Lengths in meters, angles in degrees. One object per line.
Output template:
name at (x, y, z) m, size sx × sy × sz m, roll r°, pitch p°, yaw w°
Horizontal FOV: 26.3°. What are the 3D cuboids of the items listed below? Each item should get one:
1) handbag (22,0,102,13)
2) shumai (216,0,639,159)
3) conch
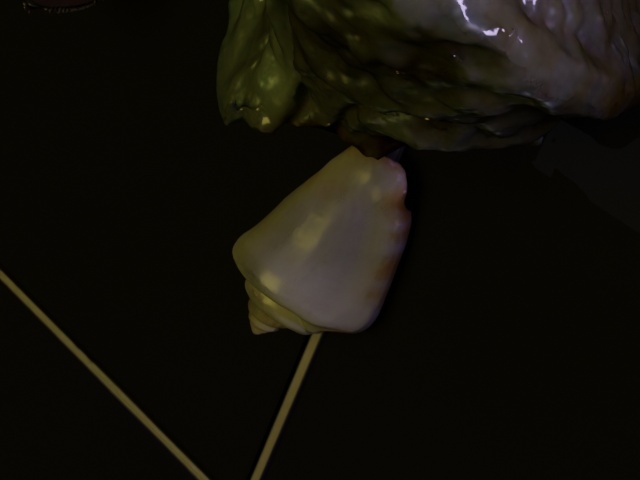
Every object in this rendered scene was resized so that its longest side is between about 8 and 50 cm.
handbag at (-0.191, -0.291, 1.065) m, size 0.116 × 0.179 × 0.205 m, roll 48°, pitch 124°, yaw 20°
shumai at (0.026, -0.159, 0.781) m, size 0.288 × 0.330 × 0.292 m, roll -12°, pitch 111°, yaw 32°
conch at (0.007, 0.004, 0.991) m, size 0.176 × 0.094 × 0.104 m, roll -45°, pitch 48°, yaw 6°
